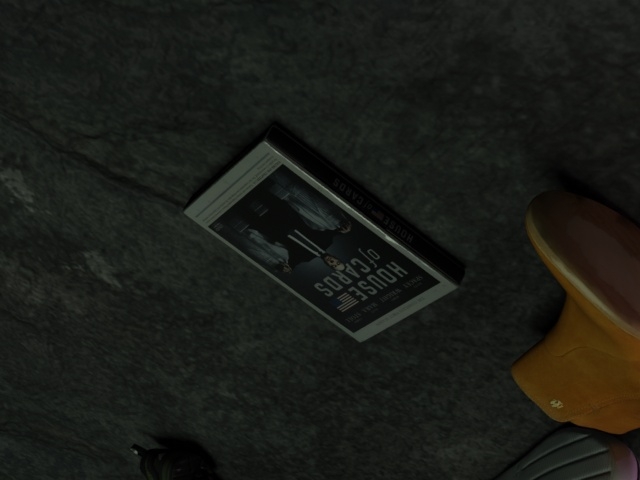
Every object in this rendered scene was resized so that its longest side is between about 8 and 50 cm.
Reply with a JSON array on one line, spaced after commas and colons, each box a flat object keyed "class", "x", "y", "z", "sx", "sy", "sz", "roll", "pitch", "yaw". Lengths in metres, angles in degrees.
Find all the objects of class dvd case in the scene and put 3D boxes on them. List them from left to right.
[{"class": "dvd case", "x": 0.000, "y": 0.000, "z": 1.292, "sx": 0.239, "sy": 0.029, "sz": 0.179, "roll": 37, "pitch": 143, "yaw": -13}]

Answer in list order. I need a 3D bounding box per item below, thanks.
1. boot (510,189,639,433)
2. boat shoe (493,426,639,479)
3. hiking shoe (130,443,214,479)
[{"class": "boot", "x": 0.237, "y": 0.085, "z": 1.187, "sx": 0.295, "sy": 0.104, "sz": 0.211, "roll": 35, "pitch": 143, "yaw": -19}, {"class": "boat shoe", "x": 0.274, "y": 0.291, "z": 1.428, "sx": 0.119, "sy": 0.121, "sz": 0.335, "roll": 24, "pitch": 156, "yaw": -9}, {"class": "hiking shoe", "x": -0.188, "y": 0.362, "z": 1.829, "sx": 0.114, "sy": 0.086, "sz": 0.227, "roll": 18, "pitch": 140, "yaw": 35}]
